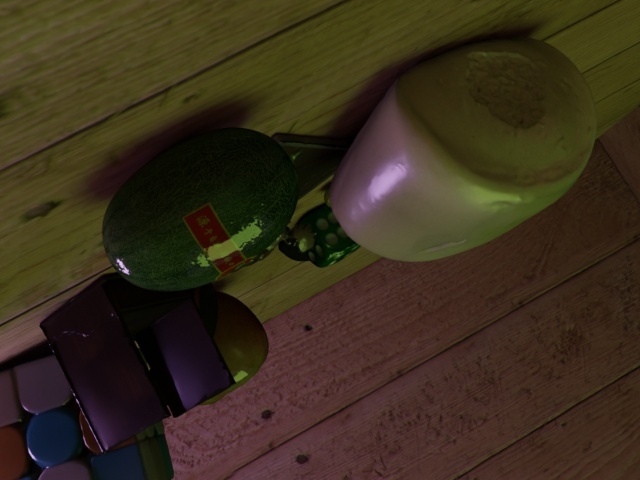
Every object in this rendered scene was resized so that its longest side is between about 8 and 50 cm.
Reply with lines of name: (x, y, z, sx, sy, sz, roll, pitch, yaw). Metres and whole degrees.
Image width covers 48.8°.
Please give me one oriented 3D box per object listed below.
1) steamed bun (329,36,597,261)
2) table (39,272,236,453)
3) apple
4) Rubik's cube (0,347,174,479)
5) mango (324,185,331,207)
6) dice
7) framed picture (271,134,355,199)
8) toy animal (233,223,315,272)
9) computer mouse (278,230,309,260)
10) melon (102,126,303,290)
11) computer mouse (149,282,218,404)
steamed bun: (0.263, -0.135, 1.270, 0.455, 0.290, 0.371, -23, 165, -31)
table: (-0.351, 0.224, 1.404, 0.196, 0.282, 0.250, -32, 170, 21)
apple: (-0.310, 0.287, 1.944, 0.319, 0.277, 0.319, -35, 180, 0)
Rubik's cube: (-0.555, 0.443, 1.610, 0.344, 0.347, 0.347, -15, 167, -8)
mango: (0.048, -0.104, 1.578, 0.073, 0.056, 0.108, -28, 175, 29)
dice: (0.026, -0.016, 1.750, 0.128, 0.131, 0.120, -26, 171, -24)
framed picture: (-0.077, -0.109, 1.270, 0.247, 0.022, 0.335, -35, 169, 26)
toy animal: (-0.132, 0.007, 1.573, 0.214, 0.094, 0.186, -25, 168, 19)
computer mouse: (0.000, 0.000, 1.911, 0.137, 0.086, 0.269, -36, 170, 39)
melon: (-0.145, -0.044, 0.918, 0.287, 0.182, 0.182, -32, 171, 3)
computer mouse: (-0.309, 0.230, 1.622, 0.183, 0.116, 0.324, -137, -115, -76)
